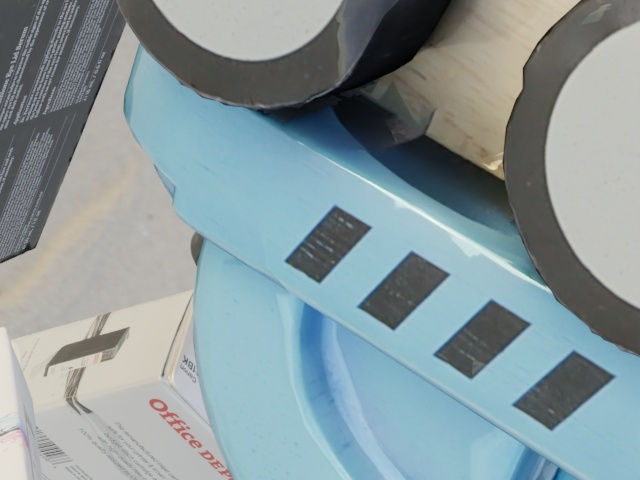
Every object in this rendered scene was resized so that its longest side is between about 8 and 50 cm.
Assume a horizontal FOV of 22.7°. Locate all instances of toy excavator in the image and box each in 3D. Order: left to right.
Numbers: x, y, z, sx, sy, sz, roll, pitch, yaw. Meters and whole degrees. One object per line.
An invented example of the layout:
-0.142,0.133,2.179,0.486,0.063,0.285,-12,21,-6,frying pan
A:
0.099,0.096,0.557,0.222,0.433,0.445,-28,145,-53,toy excavator

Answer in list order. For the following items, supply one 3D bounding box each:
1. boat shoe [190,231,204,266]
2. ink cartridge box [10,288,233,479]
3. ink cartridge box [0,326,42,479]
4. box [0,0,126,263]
0.002,0.003,1.388,0.113,0.127,0.340,-38,166,21,boat shoe
-0.179,0.172,1.536,0.197,0.273,0.114,50,41,-33,ink cartridge box
-0.198,0.117,0.785,0.115,0.198,0.067,-13,137,-6,ink cartridge box
-0.225,-0.091,0.961,0.184,0.103,0.261,-35,157,-56,box
